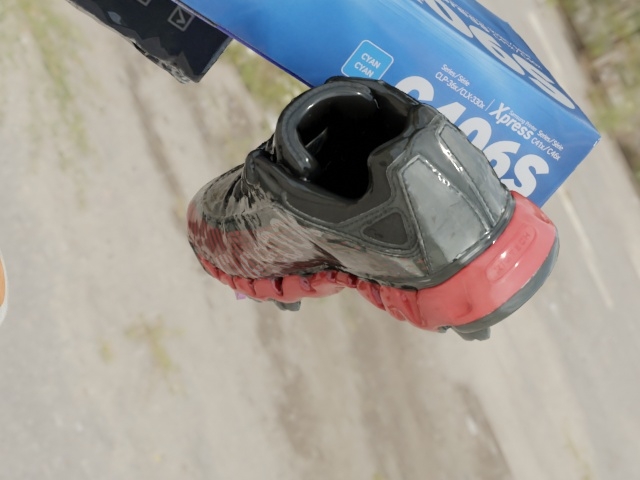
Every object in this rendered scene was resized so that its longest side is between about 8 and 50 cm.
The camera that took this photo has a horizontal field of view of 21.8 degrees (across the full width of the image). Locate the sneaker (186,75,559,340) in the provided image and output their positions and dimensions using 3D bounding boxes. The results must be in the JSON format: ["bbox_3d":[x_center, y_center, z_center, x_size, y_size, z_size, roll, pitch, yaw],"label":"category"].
[{"bbox_3d":[0.002,-0.028,0.900,0.276,0.097,0.135,7,-41,54],"label":"sneaker"}]

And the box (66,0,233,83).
[{"bbox_3d":[-0.138,-0.446,1.045,0.472,0.480,0.297,33,19,-23],"label":"box"}]

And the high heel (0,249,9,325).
[{"bbox_3d":[-0.358,0.097,1.541,0.082,0.117,0.244,31,54,-59],"label":"high heel"}]

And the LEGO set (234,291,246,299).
[{"bbox_3d":[0.000,0.000,1.636,0.093,0.227,0.087,111,-34,-51],"label":"LEGO set"}]

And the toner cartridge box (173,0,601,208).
[{"bbox_3d":[-0.005,-0.150,0.953,0.348,0.075,0.165,30,18,-31],"label":"toner cartridge box"}]
